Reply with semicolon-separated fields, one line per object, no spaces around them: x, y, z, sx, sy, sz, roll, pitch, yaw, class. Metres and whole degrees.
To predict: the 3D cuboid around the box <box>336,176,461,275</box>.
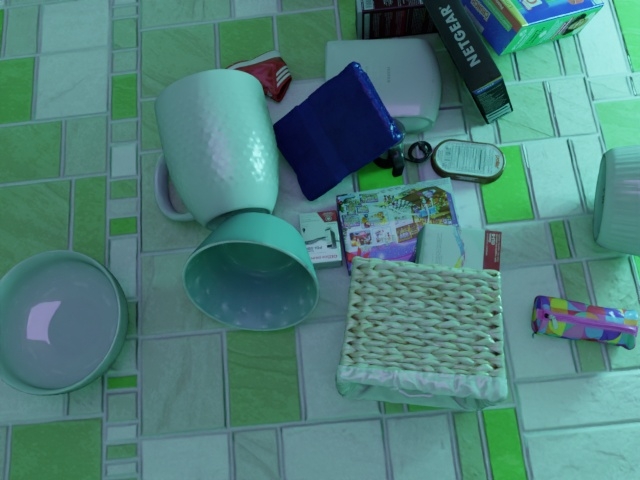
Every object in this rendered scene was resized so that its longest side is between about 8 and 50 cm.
0.197;-0.035;1.539;0.293;0.057;0.201;-9;73;1;box

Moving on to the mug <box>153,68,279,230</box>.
-0.276;-0.185;1.532;0.374;0.276;0.328;-23;74;29;mug

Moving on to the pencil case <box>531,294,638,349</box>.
0.605;0.189;1.422;0.236;0.104;0.104;7;74;5;pencil case

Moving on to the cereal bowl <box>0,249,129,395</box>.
-0.616;0.202;1.479;0.339;0.141;0.339;-1;72;3;cereal bowl

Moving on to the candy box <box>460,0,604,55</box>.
0.535;-0.649;1.625;0.317;0.122;0.268;-23;72;-24;candy box

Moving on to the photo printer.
0.164;-0.408;1.631;0.308;0.107;0.256;1;73;4;photo printer

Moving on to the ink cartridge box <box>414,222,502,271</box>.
0.309;0.040;1.416;0.176;0.128;0.127;6;81;2;ink cartridge box

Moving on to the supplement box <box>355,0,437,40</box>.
0.216;-0.623;1.682;0.239;0.130;0.073;-5;72;2;supplement box

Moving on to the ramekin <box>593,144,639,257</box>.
0.711;-0.094;1.424;0.127;0.273;0.272;5;73;18;ramekin

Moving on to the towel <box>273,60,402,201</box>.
0.035;-0.265;1.526;0.308;0.076;0.227;-32;85;34;towel

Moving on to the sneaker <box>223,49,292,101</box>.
-0.180;-0.421;1.671;0.221;0.087;0.128;-30;72;-4;sneaker

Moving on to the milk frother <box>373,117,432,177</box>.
0.208;-0.247;1.563;0.143;0.135;0.129;-37;76;-6;milk frother

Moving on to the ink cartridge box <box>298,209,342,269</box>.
0.000;0.000;1.543;0.099;0.056;0.135;-7;72;1;ink cartridge box

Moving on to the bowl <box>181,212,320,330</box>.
-0.149;0.055;1.436;0.312;0.311;0.163;3;44;5;bowl

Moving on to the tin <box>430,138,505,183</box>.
0.381;-0.205;1.592;0.190;0.040;0.106;7;78;6;tin

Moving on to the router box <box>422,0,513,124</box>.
0.373;-0.474;1.562;0.081;0.243;0.309;-28;72;17;router box

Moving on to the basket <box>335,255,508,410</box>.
0.211;0.213;1.324;0.331;0.328;0.266;6;71;6;basket
